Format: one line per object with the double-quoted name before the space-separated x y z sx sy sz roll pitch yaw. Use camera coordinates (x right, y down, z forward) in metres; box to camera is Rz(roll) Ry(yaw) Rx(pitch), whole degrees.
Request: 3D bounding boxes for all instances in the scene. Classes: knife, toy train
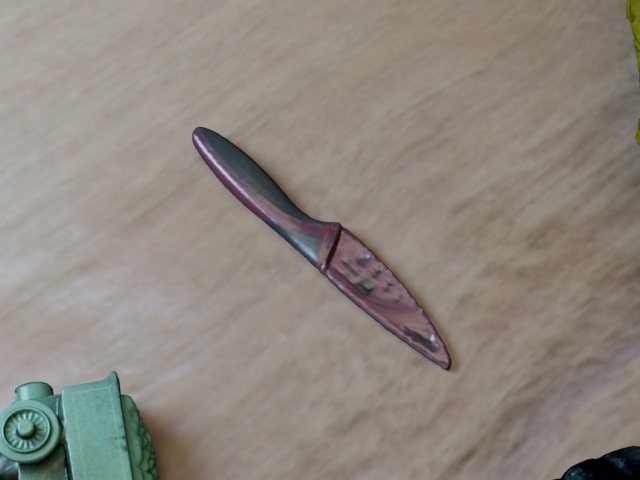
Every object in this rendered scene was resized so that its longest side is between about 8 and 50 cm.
"knife" 0.000 0.000 0.847 0.247 0.018 0.035 42 70 19
"toy train" -0.143 0.161 0.749 0.099 0.070 0.172 -8 63 -11

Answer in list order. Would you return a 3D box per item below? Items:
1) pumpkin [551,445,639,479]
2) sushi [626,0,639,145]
"pumpkin" 0.180 0.201 0.664 0.194 0.150 0.194 9 53 -12
"sushi" 0.381 -0.145 0.753 0.396 0.240 0.351 -23 61 2
